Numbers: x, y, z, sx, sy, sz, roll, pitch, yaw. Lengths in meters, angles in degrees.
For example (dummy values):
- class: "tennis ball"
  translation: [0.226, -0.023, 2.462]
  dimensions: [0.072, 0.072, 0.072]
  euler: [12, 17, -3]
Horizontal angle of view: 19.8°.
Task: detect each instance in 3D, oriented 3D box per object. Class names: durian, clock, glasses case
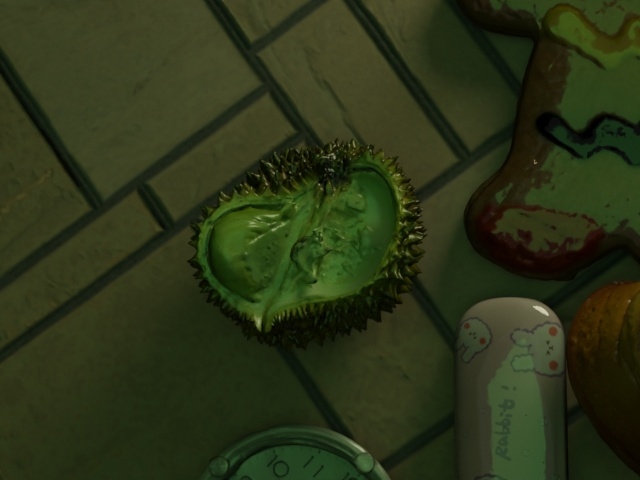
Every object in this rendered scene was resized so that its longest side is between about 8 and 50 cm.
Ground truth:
- class: "durian"
  translation: [-0.003, 0.001, 1.828]
  dimensions: [0.237, 0.176, 0.200]
  euler: [-25, 92, 13]
- class: "clock"
  translation: [-0.024, 0.305, 1.871]
  dimensions: [0.236, 0.053, 0.236]
  euler: [-1, 84, 11]
- class: "glasses case"
  translation: [0.191, 0.205, 1.830]
  dimensions: [0.113, 0.075, 0.297]
  euler: [-2, 85, 11]

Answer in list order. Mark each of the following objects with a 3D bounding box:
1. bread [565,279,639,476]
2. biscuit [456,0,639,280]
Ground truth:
- class: "bread"
  translation: [0.361, 0.144, 1.744]
  dimensions: [0.269, 0.142, 0.195]
  euler: [39, 59, -11]
- class: "biscuit"
  translation: [0.301, -0.148, 1.836]
  dimensions: [0.368, 0.076, 0.394]
  euler: [7, 88, 9]
